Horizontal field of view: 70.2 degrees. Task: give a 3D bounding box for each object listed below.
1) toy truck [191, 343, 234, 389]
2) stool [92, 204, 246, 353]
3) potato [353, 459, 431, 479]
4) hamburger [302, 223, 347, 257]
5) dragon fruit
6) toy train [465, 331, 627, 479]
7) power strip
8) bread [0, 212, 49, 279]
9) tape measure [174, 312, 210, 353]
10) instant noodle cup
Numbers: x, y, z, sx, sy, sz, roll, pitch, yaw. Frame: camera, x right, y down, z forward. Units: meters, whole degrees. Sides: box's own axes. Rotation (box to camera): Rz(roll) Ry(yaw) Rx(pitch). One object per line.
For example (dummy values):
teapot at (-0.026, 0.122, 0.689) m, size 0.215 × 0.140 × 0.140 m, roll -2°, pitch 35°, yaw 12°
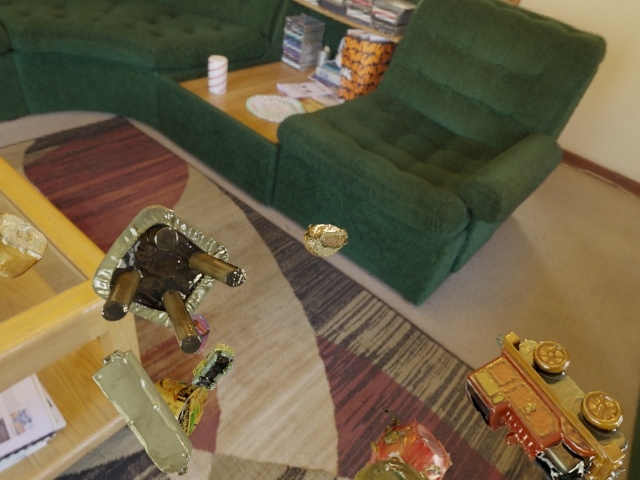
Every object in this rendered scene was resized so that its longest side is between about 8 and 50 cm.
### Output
toy truck at (-0.388, 0.447, 1.662) m, size 0.085 × 0.191 × 0.116 m, roll 29°, pitch 26°, yaw -23°
stool at (-0.407, 0.109, 1.228) m, size 0.310 × 0.310 × 0.226 m, roll 35°, pitch 0°, yaw -32°
potato at (0.155, 0.508, 0.852) m, size 0.169 × 0.143 × 0.248 m, roll -22°, pitch 9°, yaw -17°
hamburger at (-0.002, -0.002, 1.342) m, size 0.102 × 0.087 × 0.176 m, roll 20°, pitch 18°, yaw 31°
dragon fruit at (0.269, 0.759, 1.530) m, size 0.269 × 0.291 × 0.250 m, roll 41°, pitch 11°, yaw -13°
toy train at (0.484, 0.367, 1.020) m, size 0.232 × 0.163 × 0.369 m, roll -26°, pitch 44°, yaw -6°
power strip at (-0.351, 0.351, 0.925) m, size 0.080 × 0.048 × 0.286 m, roll -33°, pitch 93°, yaw -4°
bread at (-0.473, 0.005, 0.697) m, size 0.070 × 0.083 × 0.076 m, roll -37°, pitch 38°, yaw 8°
tape measure at (-0.448, 0.319, 1.591) m, size 0.118 × 0.074 × 0.125 m, roll 52°, pitch 29°, yaw -23°
instant noodle cup at (-0.396, 0.447, 1.234) m, size 0.122 × 0.151 × 0.151 m, roll 20°, pitch 41°, yaw 13°
